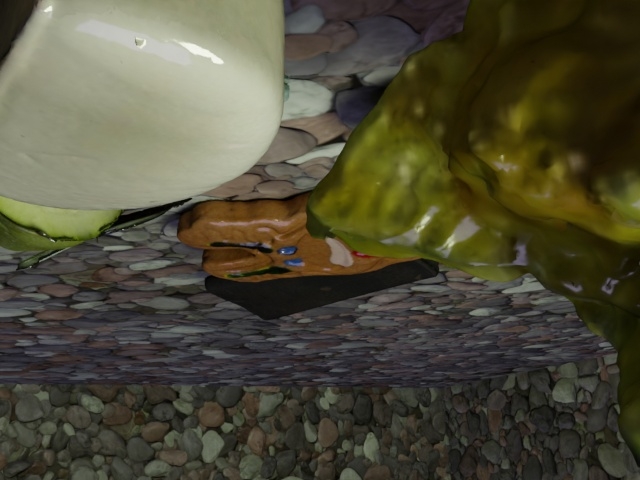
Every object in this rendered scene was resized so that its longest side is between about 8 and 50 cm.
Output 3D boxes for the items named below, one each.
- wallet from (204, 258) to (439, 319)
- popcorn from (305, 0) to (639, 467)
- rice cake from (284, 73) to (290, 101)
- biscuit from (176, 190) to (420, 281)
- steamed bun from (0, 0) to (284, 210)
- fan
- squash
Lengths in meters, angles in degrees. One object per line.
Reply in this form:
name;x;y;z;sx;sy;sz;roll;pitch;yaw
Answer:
wallet;0.001;0.050;1.217;0.321;0.044;0.170;-17;150;28
popcorn;0.191;-0.044;0.453;0.290;0.325;0.321;9;153;-33
rice cake;-0.082;-0.104;0.717;0.033;0.029;0.171;0;165;-35
biscuit;0.000;0.000;1.011;0.334;0.047;0.202;-5;155;5
steamed bun;-0.113;-0.109;0.479;0.164;0.146;0.242;11;157;-33
fan;-0.241;-0.006;0.863;0.153;0.008;0.227;-12;-169;25
squash;-0.258;-0.038;0.764;0.137;0.137;0.287;4;168;-23
